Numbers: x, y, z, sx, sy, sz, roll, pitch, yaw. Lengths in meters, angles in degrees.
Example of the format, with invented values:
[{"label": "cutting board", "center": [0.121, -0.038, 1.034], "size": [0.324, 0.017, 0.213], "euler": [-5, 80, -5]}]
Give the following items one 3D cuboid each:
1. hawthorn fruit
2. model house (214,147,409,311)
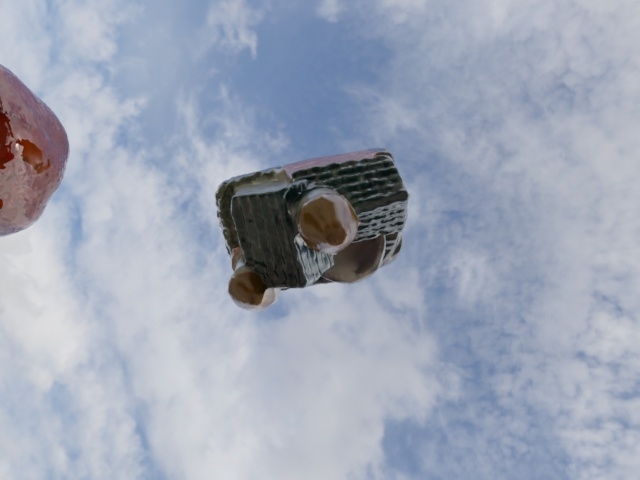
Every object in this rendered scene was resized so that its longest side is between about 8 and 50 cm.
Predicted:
[{"label": "hawthorn fruit", "center": [-0.346, -0.094, 0.425], "size": [0.189, 0.189, 0.189], "euler": [1, -88, 29]}, {"label": "model house", "center": [0.000, 0.000, 0.541], "size": [0.271, 0.301, 0.190], "euler": [-11, -76, -4]}]
